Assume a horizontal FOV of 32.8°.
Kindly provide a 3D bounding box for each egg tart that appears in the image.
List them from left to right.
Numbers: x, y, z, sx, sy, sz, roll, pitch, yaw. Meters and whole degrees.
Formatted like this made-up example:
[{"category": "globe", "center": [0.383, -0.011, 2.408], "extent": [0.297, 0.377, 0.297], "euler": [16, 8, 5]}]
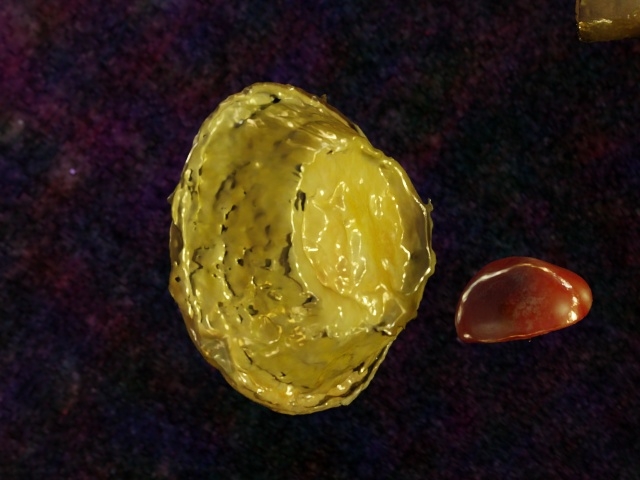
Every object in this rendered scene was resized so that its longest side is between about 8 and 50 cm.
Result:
[{"category": "egg tart", "center": [0.000, 0.000, 1.094], "extent": [0.132, 0.345, 0.345], "euler": [-12, 54, 45]}]

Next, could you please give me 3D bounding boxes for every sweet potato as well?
[{"category": "sweet potato", "center": [0.385, -0.215, 1.165], "extent": [0.112, 0.286, 0.085], "euler": [-59, 25, 12]}]

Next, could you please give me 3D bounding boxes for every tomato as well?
[{"category": "tomato", "center": [0.252, 0.062, 1.354], "extent": [0.174, 0.082, 0.166], "euler": [-11, 11, 36]}]
